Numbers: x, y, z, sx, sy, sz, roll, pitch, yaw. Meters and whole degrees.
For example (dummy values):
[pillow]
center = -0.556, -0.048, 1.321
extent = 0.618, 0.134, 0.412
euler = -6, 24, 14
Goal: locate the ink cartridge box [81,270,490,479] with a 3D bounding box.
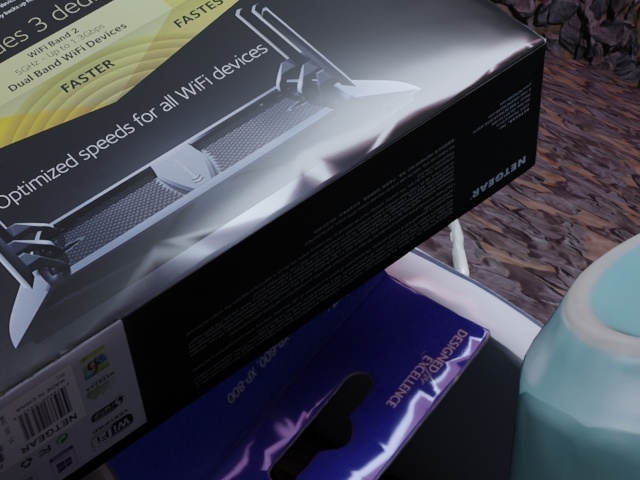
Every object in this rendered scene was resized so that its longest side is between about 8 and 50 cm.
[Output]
[ink cartridge box]
center = -0.121, -0.001, 0.721
extent = 0.371, 0.069, 0.176
euler = 30, 58, 20

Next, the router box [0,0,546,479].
[router box]
center = -0.099, -0.048, 0.661
extent = 0.309, 0.081, 0.243
euler = -33, 56, -22

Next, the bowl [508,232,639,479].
[bowl]
center = 0.198, 0.078, 0.604
extent = 0.312, 0.163, 0.311
euler = -16, 15, 5

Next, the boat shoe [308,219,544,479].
[boat shoe]
center = -0.002, 0.006, 0.854
extent = 0.367, 0.135, 0.156
euler = 21, 42, 17
